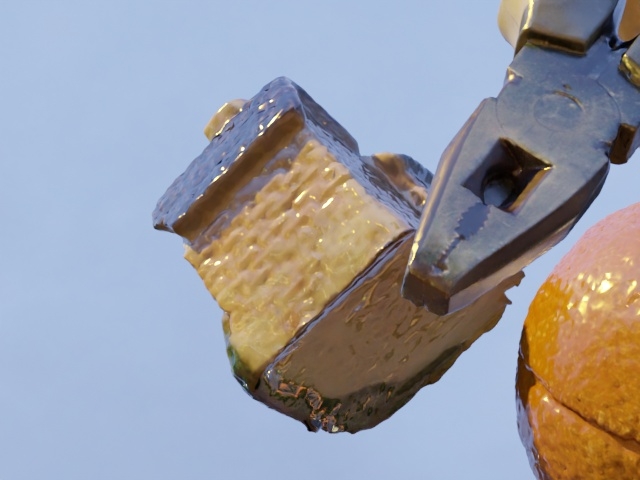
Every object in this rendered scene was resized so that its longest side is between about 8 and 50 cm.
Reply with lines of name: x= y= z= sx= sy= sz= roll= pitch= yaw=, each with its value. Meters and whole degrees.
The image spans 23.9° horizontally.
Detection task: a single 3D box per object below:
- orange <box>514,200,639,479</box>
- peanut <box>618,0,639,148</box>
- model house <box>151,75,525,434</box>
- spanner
orange: x=0.339 y=0.126 z=1.220 sx=0.357 sy=0.322 sz=0.322 roll=22 pitch=-20 yaw=37
peanut: x=0.219 y=-0.170 z=1.077 sx=0.111 sy=0.125 sz=0.274 roll=-35 pitch=-76 yaw=9
model house: x=0.001 y=-0.002 z=1.442 sx=0.243 sy=0.284 sz=0.298 roll=-42 pitch=-28 yaw=11
spanner: x=0.124 y=-0.087 z=0.549 sx=0.095 sy=0.325 sz=0.040 roll=31 pitch=-33 yaw=17
